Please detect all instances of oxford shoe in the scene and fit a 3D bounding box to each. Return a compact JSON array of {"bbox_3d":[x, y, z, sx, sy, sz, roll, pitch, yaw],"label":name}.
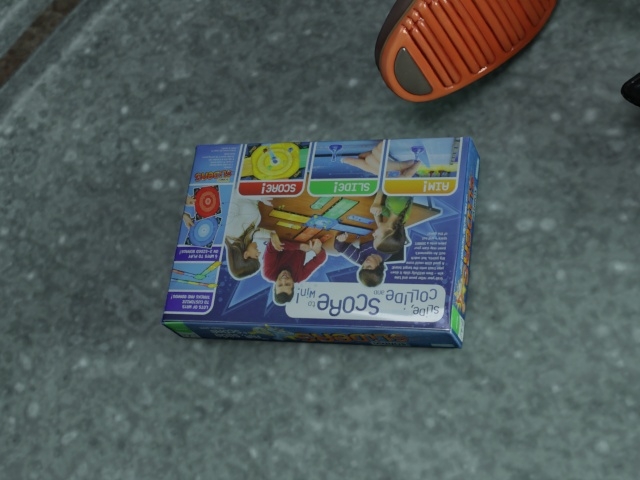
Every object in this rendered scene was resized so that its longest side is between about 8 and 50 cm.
[{"bbox_3d":[0.117,-0.207,0.742,0.271,0.097,0.098,-50,43,-12],"label":"oxford shoe"}]

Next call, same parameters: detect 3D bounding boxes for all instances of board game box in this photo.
[{"bbox_3d":[0.000,0.000,0.716,0.201,0.035,0.136,1,68,21],"label":"board game box"}]

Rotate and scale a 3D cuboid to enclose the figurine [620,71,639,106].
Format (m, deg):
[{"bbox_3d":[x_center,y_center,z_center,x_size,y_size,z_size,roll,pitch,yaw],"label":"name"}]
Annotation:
[{"bbox_3d":[0.318,-0.137,0.631,0.209,0.092,0.215,25,77,32],"label":"figurine"}]
